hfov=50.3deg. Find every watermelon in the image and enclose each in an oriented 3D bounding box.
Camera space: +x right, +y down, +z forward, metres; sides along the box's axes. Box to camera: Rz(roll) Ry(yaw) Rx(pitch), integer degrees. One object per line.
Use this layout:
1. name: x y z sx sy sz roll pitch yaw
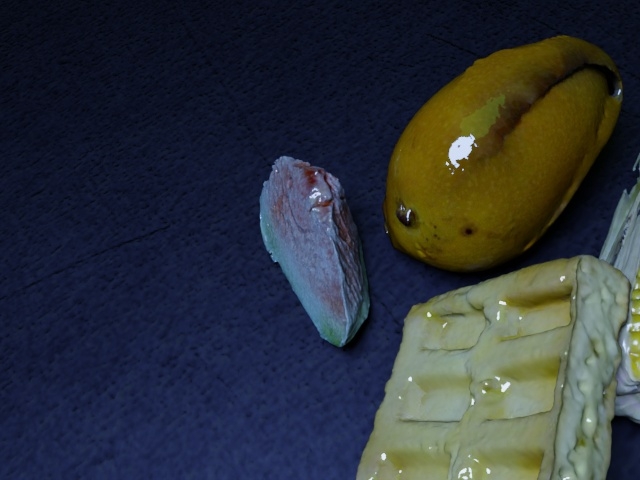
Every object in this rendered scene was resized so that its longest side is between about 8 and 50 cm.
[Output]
1. watermelon: 0.002 0.007 0.590 0.081 0.094 0.180 -22 68 -10

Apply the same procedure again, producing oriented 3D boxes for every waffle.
1. waffle: 0.096 0.135 0.436 0.168 0.057 0.274 -21 37 50

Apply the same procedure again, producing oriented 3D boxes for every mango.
1. mango: 0.156 -0.077 0.572 0.236 0.166 0.136 -40 61 -17

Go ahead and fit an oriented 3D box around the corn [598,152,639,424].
1. corn: 0.291 0.004 0.521 0.123 0.122 0.305 -3 43 49
